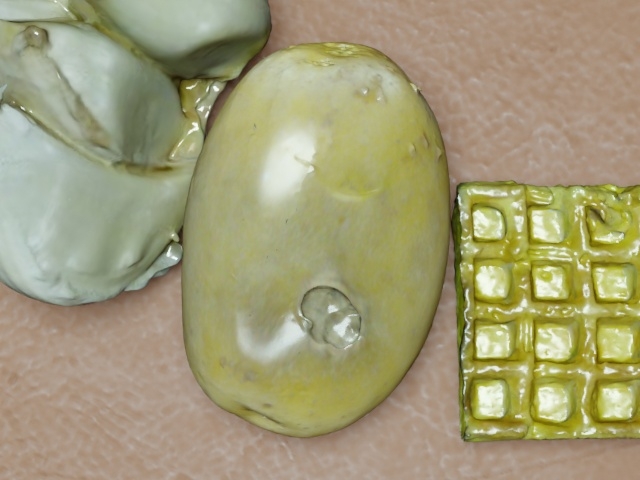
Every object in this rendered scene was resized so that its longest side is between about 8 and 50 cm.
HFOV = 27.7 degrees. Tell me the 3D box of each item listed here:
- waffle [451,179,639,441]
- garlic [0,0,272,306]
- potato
[{"bbox_3d":[0.188,0.040,0.790,0.211,0.055,0.160,-3,84,3],"label":"waffle"},{"bbox_3d":[-0.151,-0.120,0.762,0.185,0.203,0.281,30,92,31],"label":"garlic"},{"bbox_3d":[0.000,0.000,0.765,0.150,0.146,0.233,13,99,12],"label":"potato"}]
